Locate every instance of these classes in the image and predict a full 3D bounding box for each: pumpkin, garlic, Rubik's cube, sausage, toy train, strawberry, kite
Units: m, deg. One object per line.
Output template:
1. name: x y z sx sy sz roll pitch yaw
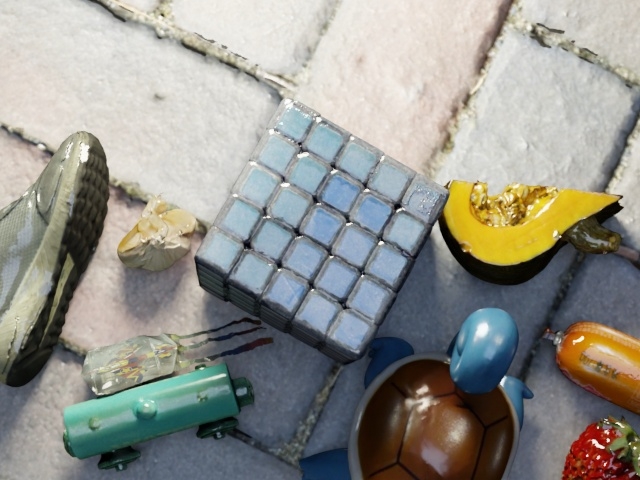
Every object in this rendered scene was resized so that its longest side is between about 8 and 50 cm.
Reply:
1. pumpkin: 0.274 -0.003 1.584 0.248 0.131 0.126 1 73 4
2. garlic: -0.210 0.000 1.595 0.113 0.094 0.074 -35 124 -12
3. Rubik's cube: 0.000 0.000 1.519 0.237 0.238 0.237 29 81 1
4. sausage: 0.429 0.185 1.575 0.312 0.093 0.093 24 81 2
5. toy train: -0.206 0.217 1.523 0.248 0.159 0.101 -16 77 -3
6. strawberry: 0.370 0.304 1.549 0.131 0.131 0.148 12 124 1
7. kite: -0.185 0.141 1.561 0.245 0.141 0.015 -12 115 -11

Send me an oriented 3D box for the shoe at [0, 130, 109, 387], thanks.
1. shoe: -0.394 0.007 1.574 0.171 0.132 0.337 18 84 11

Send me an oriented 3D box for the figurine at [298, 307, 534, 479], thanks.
1. figurine: 0.148 0.261 1.515 0.297 0.243 0.416 19 102 -8
